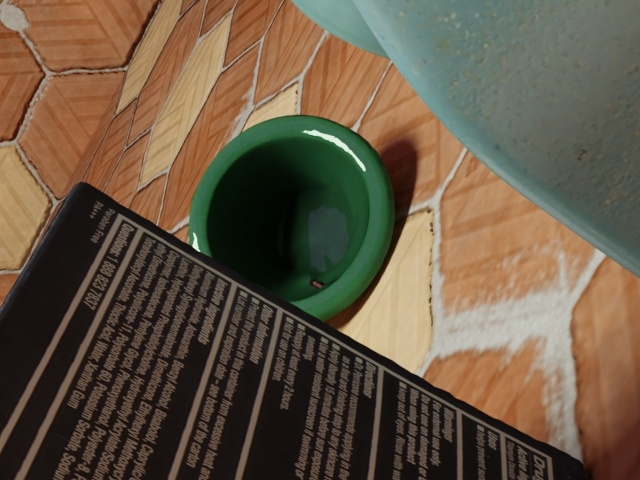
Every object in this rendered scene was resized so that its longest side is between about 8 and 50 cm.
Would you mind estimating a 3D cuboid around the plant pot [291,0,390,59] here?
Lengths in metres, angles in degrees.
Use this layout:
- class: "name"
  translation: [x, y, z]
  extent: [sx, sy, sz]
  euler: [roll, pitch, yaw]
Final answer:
- class: "plant pot"
  translation: [0.090, -0.267, 0.925]
  extent: [0.271, 0.272, 0.255]
  euler: [-92, 18, -53]

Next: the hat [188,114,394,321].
- class: "hat"
  translation: [0.000, 0.000, 1.147]
  extent: [0.209, 0.183, 0.173]
  euler: [14, 84, 28]

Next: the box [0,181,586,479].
- class: "box"
  translation: [-0.047, 0.171, 0.572]
  extent: [0.182, 0.294, 0.296]
  euler: [-56, 9, 27]

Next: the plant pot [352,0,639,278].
- class: "plant pot"
  translation: [0.138, -0.162, 0.640]
  extent: [0.247, 0.252, 0.247]
  euler: [-53, 22, 27]
